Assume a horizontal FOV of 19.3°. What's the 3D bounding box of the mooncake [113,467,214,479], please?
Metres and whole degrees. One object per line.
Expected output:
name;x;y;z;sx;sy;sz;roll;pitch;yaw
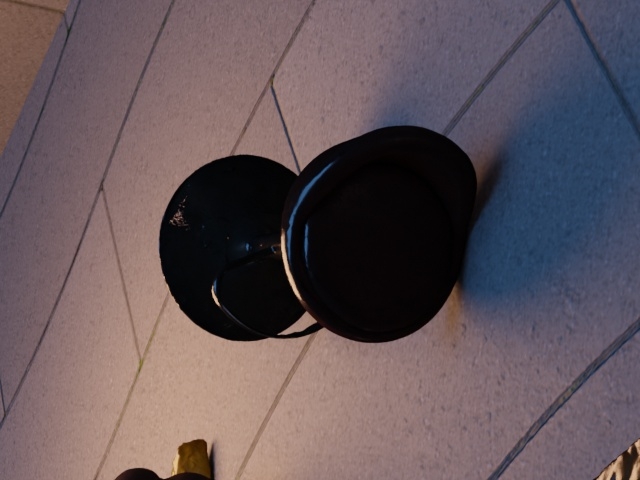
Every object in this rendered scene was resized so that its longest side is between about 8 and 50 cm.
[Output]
mooncake;-0.172;0.404;2.182;0.154;0.306;0.306;-60;32;25

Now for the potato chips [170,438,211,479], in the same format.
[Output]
potato chips;-0.203;0.462;2.467;0.080;0.057;0.407;25;103;59

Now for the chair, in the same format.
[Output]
chair;0.000;0.000;2.060;0.401;0.227;0.226;-7;75;62

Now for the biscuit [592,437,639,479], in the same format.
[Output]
biscuit;0.305;0.315;1.536;0.359;0.046;0.359;-32;52;55
